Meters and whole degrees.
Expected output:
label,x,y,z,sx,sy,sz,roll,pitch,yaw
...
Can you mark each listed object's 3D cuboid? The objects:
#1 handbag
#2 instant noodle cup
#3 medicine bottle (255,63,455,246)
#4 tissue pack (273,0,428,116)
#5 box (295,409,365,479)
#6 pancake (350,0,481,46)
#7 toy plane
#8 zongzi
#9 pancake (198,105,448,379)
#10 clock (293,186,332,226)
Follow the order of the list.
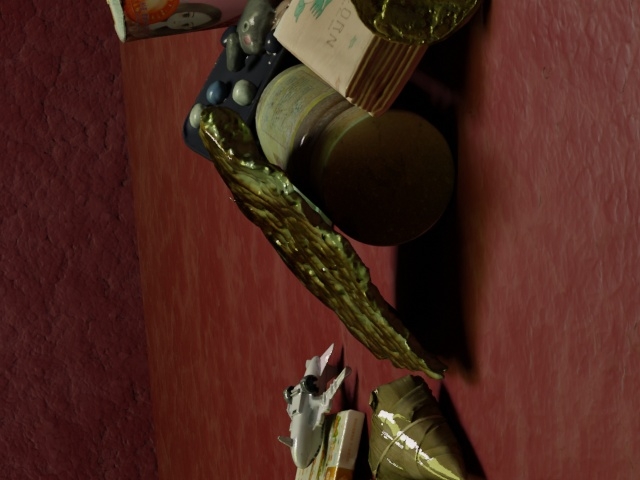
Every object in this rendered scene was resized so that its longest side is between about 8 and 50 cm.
label,x,y,z,sx,sy,sz,roll,pitch,yaw
handbag,-0.082,-0.223,2.207,0.269,0.118,0.326,-67,19,2
instant noodle cup,-0.204,-0.412,2.412,0.243,0.231,0.243,166,90,-78
medicine bottle,0.030,-0.109,1.878,0.322,0.151,0.151,-135,43,-67
tissue pack,0.046,-0.251,1.804,0.170,0.071,0.325,-58,22,7
box,0.009,0.298,2.232,0.220,0.032,0.122,149,134,-73
pancake,0.094,-0.272,1.621,0.028,0.158,0.158,-102,11,-77
toy plane,-0.015,0.227,2.209,0.162,0.065,0.171,-37,29,53
zongzi,0.116,0.272,1.838,0.178,0.081,0.189,-125,27,-43
pancake,-0.002,-0.001,1.808,0.427,0.067,0.305,51,170,-25
clock,-0.027,-0.092,2.249,0.159,0.066,0.211,-111,23,-43
